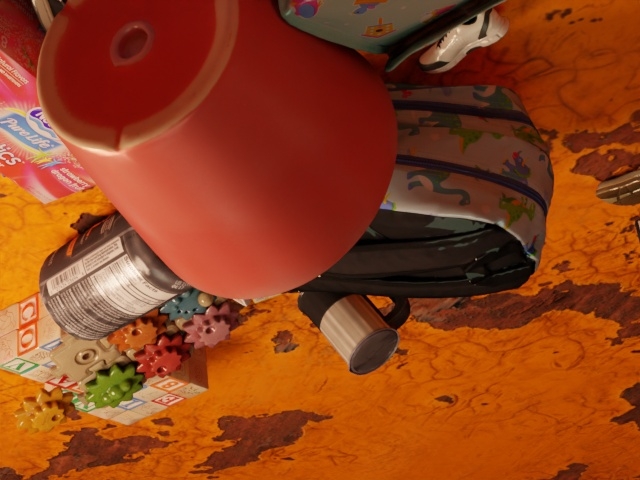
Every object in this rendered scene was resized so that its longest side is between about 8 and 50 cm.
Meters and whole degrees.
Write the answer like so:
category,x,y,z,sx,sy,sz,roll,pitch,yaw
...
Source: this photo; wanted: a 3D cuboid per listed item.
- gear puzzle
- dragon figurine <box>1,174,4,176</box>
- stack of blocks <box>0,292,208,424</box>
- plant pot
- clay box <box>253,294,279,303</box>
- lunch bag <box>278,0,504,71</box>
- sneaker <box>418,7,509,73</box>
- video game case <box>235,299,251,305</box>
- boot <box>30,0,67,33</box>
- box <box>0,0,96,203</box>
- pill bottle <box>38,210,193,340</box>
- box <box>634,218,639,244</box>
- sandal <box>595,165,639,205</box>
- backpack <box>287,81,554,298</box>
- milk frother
category,x,y,z,sx,sy,sz,roll,pitch,yaw
gear puzzle,-0.270,0.164,1.813,0.339,0.044,0.175,-32,140,-1
dragon figurine,-0.416,-0.131,1.357,0.144,0.085,0.289,-19,154,18
stack of blocks,-0.325,0.170,1.935,0.171,0.087,0.297,-25,147,29
plant pot,-0.100,-0.116,1.174,0.275,0.275,0.243,-18,151,20
clay box,0.000,0.000,1.709,0.222,0.053,0.127,-20,151,0
lunch bag,0.099,-0.263,1.162,0.223,0.160,0.262,-28,158,25
sneaker,0.142,-0.213,1.393,0.109,0.040,0.044,-31,128,31
video game case,-0.128,0.028,1.493,0.087,0.011,0.122,29,163,23
boot,-0.174,-0.260,1.180,0.178,0.085,0.236,-10,154,-1
box,-0.291,-0.154,1.305,0.128,0.122,0.257,-18,150,18
pill bottle,-0.223,0.023,1.643,0.246,0.130,0.130,-28,145,34
box,0.629,-0.011,1.838,0.293,0.073,0.295,-24,148,31
sandal,0.431,-0.084,1.687,0.180,0.049,0.072,-11,150,39
backpack,0.076,-0.050,1.468,0.355,0.273,0.290,15,156,25
milk frother,0.036,0.085,1.809,0.129,0.135,0.143,-48,144,8
